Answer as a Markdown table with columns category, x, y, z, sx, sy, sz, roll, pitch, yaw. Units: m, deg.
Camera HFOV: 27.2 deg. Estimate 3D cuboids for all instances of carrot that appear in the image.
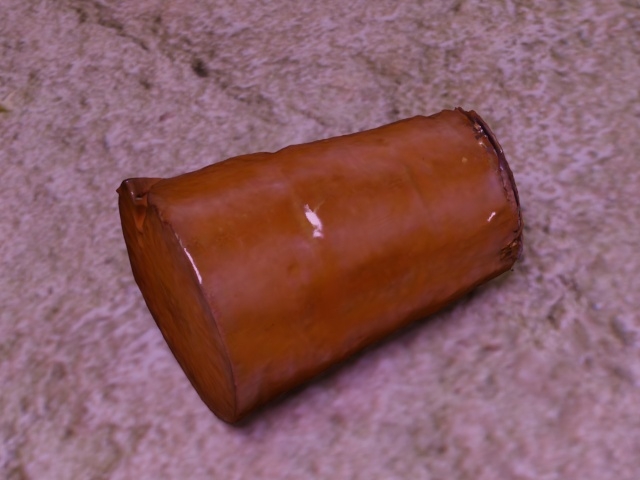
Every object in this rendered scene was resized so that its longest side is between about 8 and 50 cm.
| category | x | y | z | sx | sy | sz | roll | pitch | yaw |
| --- | --- | --- | --- | --- | --- | --- | --- | --- | --- |
| carrot | 0.000 | 0.000 | 0.989 | 0.254 | 0.196 | 0.196 | -23 | 47 | -17 |
